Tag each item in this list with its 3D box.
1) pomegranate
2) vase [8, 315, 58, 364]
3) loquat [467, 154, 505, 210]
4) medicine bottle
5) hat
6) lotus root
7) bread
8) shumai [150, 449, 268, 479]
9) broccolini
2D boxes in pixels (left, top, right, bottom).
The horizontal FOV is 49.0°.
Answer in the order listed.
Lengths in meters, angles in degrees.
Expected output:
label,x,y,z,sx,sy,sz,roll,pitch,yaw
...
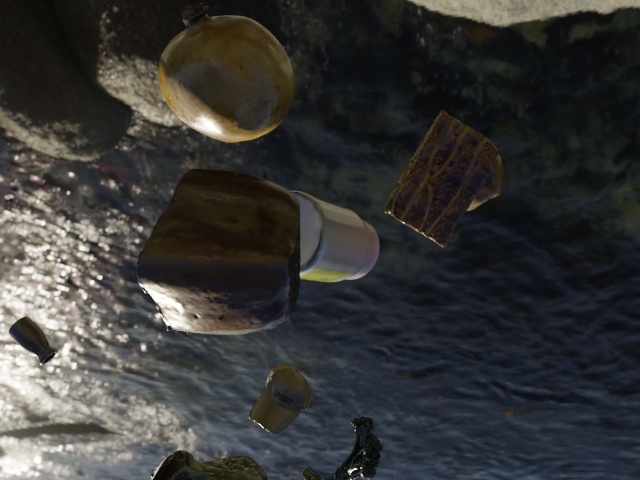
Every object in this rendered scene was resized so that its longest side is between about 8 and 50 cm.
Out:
label,x,y,z,sx,sy,sz,roll,pitch,yaw
pomegranate,-0.194,-0.341,1.504,0.307,0.307,0.307,5,147,3
vase,-0.598,0.210,1.465,0.100,0.053,0.053,44,144,6
loquat,0.420,-0.175,1.946,0.176,0.187,0.234,44,-175,4
medicine bottle,0.000,0.000,1.837,0.213,0.214,0.378,-12,169,27
hat,-0.102,0.408,1.800,0.147,0.175,0.085,27,134,15
lotus root,-0.143,0.033,1.295,0.249,0.316,0.316,5,147,15
bread,0.291,-0.145,1.686,0.184,0.275,0.114,31,-177,-7
shumai,-0.238,0.535,1.558,0.225,0.260,0.222,-12,101,32
broccolini,0.032,0.396,1.308,0.062,0.123,0.271,33,145,-13
